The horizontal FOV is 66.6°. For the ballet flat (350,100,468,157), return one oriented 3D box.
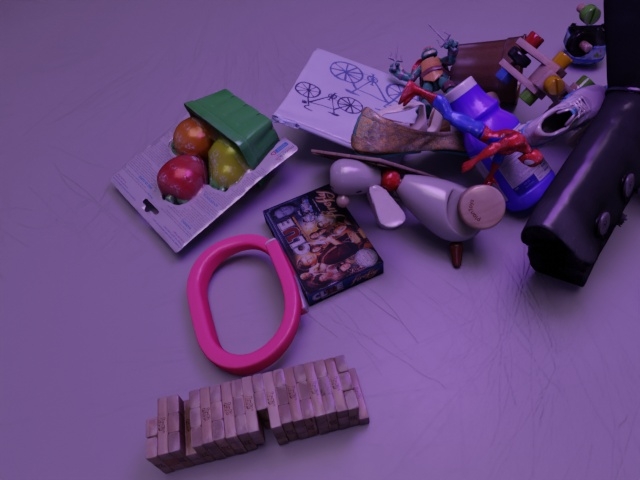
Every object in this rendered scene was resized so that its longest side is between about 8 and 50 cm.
[{"bbox_3d":[0.225,-0.238,1.044,0.348,0.123,0.123,-5,48,-26],"label":"ballet flat"}]

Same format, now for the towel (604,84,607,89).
[{"bbox_3d":[0.729,-0.335,1.189,0.067,0.029,0.119,-30,54,-16],"label":"towel"}]

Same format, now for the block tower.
[{"bbox_3d":[-0.096,0.272,0.771,0.334,0.097,0.091,-12,52,-4],"label":"block tower"}]

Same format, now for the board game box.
[{"bbox_3d":[0.000,0.000,1.004,0.164,0.042,0.243,-24,53,-11],"label":"board game box"}]

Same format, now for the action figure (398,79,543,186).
[{"bbox_3d":[0.269,-0.182,0.922,0.280,0.139,0.091,27,21,11],"label":"action figure"}]

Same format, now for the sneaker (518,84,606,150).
[{"bbox_3d":[0.470,-0.236,0.917,0.190,0.083,0.071,-34,89,-3],"label":"sneaker"}]

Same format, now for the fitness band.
[{"bbox_3d":[-0.142,0.106,0.907,0.208,0.054,0.291,-26,53,1],"label":"fitness band"}]

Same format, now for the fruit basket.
[{"bbox_3d":[-0.274,-0.172,1.131,0.353,0.165,0.327,-47,59,-8],"label":"fruit basket"}]

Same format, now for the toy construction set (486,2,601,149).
[{"bbox_3d":[0.485,-0.287,1.045,0.308,0.257,0.237,-24,41,16],"label":"toy construction set"}]

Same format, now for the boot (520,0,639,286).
[{"bbox_3d":[0.472,-0.184,0.822,0.445,0.367,0.146,-52,35,-4],"label":"boot"}]

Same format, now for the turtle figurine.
[{"bbox_3d":[0.270,-0.414,1.185,0.175,0.118,0.235,-27,59,35],"label":"turtle figurine"}]

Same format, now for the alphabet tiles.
[{"bbox_3d":[0.102,-0.166,1.044,0.198,0.009,0.237,6,9,-44],"label":"alphabet tiles"}]

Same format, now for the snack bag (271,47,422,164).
[{"bbox_3d":[0.087,-0.325,1.179,0.322,0.037,0.343,22,51,2],"label":"snack bag"}]

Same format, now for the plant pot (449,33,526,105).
[{"bbox_3d":[0.418,-0.427,1.225,0.165,0.167,0.167,8,53,23],"label":"plant pot"}]

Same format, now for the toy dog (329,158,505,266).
[{"bbox_3d":[0.180,-0.050,0.956,0.333,0.220,0.161,14,93,22],"label":"toy dog"}]

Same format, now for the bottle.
[{"bbox_3d":[0.359,-0.199,0.995,0.118,0.092,0.283,-39,96,-11],"label":"bottle"}]

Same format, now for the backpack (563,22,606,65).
[{"bbox_3d":[0.707,-0.516,1.298,0.104,0.084,0.114,6,48,12],"label":"backpack"}]
